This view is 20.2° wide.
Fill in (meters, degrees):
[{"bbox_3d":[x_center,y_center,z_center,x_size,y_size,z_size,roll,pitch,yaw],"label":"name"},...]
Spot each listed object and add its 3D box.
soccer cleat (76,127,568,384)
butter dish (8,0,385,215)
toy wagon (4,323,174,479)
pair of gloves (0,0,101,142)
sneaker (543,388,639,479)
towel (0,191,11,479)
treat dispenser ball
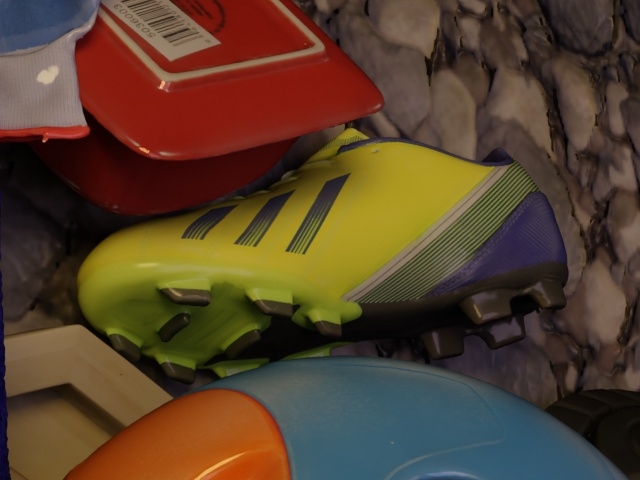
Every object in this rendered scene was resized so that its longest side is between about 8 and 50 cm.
[{"bbox_3d":[0.000,0.001,0.902,0.289,0.093,0.121,-2,63,-36],"label":"soccer cleat"},{"bbox_3d":[-0.083,-0.066,0.820,0.160,0.118,0.160,-16,55,-46],"label":"butter dish"},{"bbox_3d":[-0.158,0.204,0.756,0.267,0.068,0.344,42,62,-26],"label":"toy wagon"},{"bbox_3d":[-0.178,-0.105,0.734,0.198,0.023,0.159,-5,73,2],"label":"pair of gloves"},{"bbox_3d":[0.138,0.171,0.980,0.341,0.125,0.140,-4,114,-40],"label":"sneaker"},{"bbox_3d":[-0.181,0.032,0.548,0.308,0.076,0.228,-22,117,-73],"label":"towel"},{"bbox_3d":[0.010,0.187,0.659,0.288,0.288,0.288,5,82,-37],"label":"treat dispenser ball"}]
